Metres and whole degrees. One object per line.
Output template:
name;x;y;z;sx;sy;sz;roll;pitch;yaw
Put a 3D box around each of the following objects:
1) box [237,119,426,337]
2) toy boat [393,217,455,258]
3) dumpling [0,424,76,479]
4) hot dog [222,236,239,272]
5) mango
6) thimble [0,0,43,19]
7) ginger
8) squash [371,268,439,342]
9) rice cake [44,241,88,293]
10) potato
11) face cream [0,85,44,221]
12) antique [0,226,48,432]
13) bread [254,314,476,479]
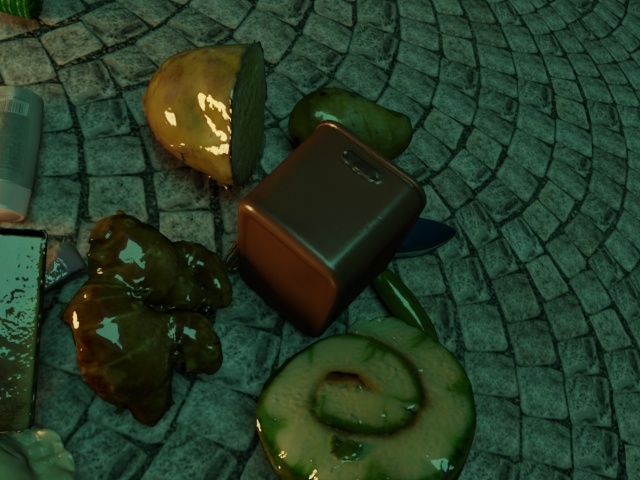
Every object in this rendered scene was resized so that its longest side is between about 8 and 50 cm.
box;0.000;0.000;0.878;0.239;0.339;0.229;39;64;12
toy boat;0.199;-0.012;1.119;0.299;0.062;0.096;-1;67;-20
dumpling;-0.458;0.359;0.673;0.193;0.147;0.258;-13;41;-33
hot dog;-0.166;0.020;0.992;0.049;0.037;0.122;42;65;-11
mango;0.079;-0.263;1.141;0.329;0.175;0.177;11;104;-32
thimble;-0.660;-0.554;1.025;0.090;0.118;0.130;7;83;-21
ginger;-0.302;0.134;0.833;0.274;0.152;0.358;21;60;-32
squash;0.195;0.161;1.038;0.066;0.066;0.252;-30;81;-28
rice cake;-0.579;0.130;0.776;0.399;0.064;0.070;-39;93;-29
potato;-0.255;-0.271;0.991;0.237;0.301;0.289;8;29;6
face cream;-0.599;-0.166;0.897;0.107;0.073;0.269;1;67;-14
antique;-0.492;0.137;0.741;0.093;0.087;0.310;4;83;-30
bread;0.079;0.288;0.830;0.366;0.129;0.382;5;38;6
